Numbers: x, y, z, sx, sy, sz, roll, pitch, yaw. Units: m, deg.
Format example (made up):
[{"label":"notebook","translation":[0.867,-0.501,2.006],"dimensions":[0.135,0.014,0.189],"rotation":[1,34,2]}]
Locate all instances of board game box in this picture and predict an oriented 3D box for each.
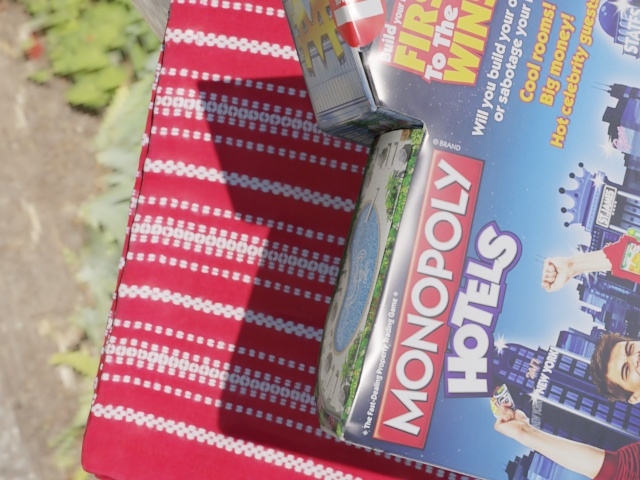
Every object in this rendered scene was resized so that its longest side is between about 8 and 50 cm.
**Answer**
[{"label":"board game box","translation":[0.065,-0.022,0.504],"dimensions":[0.060,0.194,0.194],"rotation":[171,-64,-72]}]

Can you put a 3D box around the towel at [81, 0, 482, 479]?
[{"label":"towel","translation":[0.000,0.000,0.706],"dimensions":[0.031,0.199,0.274],"rotation":[-15,118,-67]}]

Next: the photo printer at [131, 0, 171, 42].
[{"label":"photo printer","translation":[-0.059,-0.166,1.272],"dimensions":[0.256,0.107,0.307],"rotation":[43,-8,48]}]
